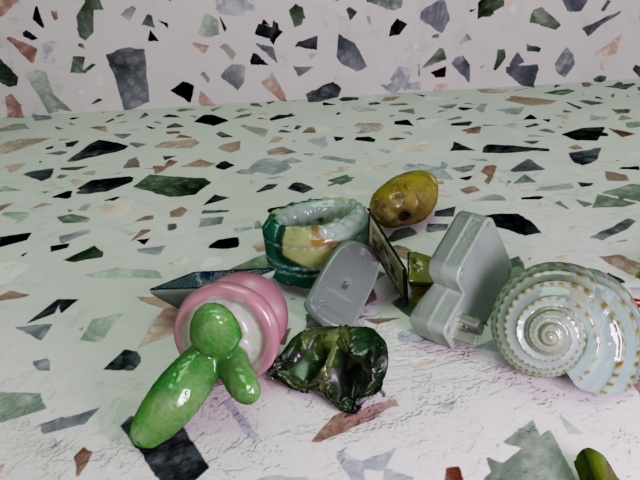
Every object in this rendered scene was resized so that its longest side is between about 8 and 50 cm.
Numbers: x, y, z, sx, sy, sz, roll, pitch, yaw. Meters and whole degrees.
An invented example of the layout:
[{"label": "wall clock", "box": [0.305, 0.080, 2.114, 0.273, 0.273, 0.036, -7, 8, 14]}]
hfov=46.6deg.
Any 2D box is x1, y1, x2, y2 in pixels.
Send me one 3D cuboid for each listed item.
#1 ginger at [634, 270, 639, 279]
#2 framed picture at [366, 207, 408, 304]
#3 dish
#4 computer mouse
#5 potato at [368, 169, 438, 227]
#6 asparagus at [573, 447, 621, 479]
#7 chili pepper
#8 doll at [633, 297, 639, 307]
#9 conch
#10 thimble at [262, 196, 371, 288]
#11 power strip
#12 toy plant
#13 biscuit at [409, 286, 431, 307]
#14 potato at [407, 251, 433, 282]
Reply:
[{"label": "ginger", "box": [0.848, 0.043, 1.785, 0.333, 0.081, 0.147, -25, 28, -39]}, {"label": "framed picture", "box": [0.159, 0.038, 1.768, 0.010, 0.199, 0.195, -27, 19, 16]}, {"label": "dish", "box": [-0.241, 0.122, 1.707, 0.243, 0.080, 0.182, -3, 10, 29]}, {"label": "computer mouse", "box": [0.054, 0.102, 1.691, 0.128, 0.079, 0.231, 32, 65, 2]}, {"label": "potato", "box": [0.243, -0.119, 2.129, 0.172, 0.140, 0.300, 2, 19, 27]}, {"label": "asparagus", "box": [0.432, 0.415, 1.089, 0.067, 0.060, 0.278, -18, 23, 14]}, {"label": "chili pepper", "box": [0.038, 0.238, 1.418, 0.264, 0.116, 0.148, -7, 37, 47]}, {"label": "doll", "box": [0.629, 0.131, 1.650, 0.109, 0.057, 0.169, -9, 21, -34]}, {"label": "conch", "box": [0.502, 0.149, 1.469, 0.302, 0.215, 0.319, 19, 33, 19]}, {"label": "thimble", "box": [0.000, 0.000, 1.862, 0.288, 0.167, 0.254, -22, 27, -38]}, {"label": "power strip", "box": [0.317, 0.103, 1.577, 0.141, 0.229, 0.261, 19, 67, 37]}, {"label": "toy plant", "box": [-0.197, 0.209, 1.421, 0.210, 0.317, 0.356, 33, 20, -4]}, {"label": "biscuit", "box": [0.248, 0.134, 1.730, 0.083, 0.023, 0.084, -2, 26, 1]}, {"label": "potato", "box": [0.263, 0.066, 1.740, 0.120, 0.081, 0.149, 0, -8, 9]}]
